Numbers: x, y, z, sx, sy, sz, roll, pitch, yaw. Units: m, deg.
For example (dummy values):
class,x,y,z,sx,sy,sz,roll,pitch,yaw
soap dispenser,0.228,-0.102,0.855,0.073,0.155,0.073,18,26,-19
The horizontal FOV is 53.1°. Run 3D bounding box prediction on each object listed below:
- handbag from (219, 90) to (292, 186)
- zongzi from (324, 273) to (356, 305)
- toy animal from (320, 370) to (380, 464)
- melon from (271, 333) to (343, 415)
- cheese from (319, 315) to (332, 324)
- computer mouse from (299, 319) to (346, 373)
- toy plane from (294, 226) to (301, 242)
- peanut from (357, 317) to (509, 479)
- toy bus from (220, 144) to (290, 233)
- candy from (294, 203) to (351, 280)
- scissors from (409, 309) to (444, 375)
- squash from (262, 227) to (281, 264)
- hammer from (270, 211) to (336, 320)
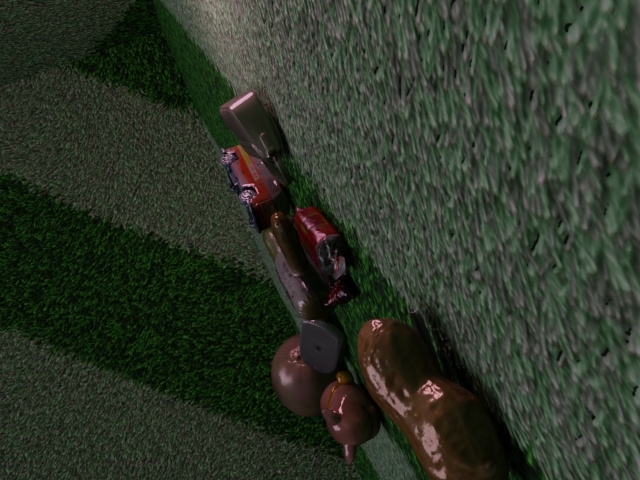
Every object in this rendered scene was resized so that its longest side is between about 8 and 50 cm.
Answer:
class,x,y,z,sx,sy,sz,roll,pitch,yaw
handbag,-0.131,-0.222,1.421,0.219,0.079,0.256,58,174,-18
zongzi,0.045,0.087,1.263,0.083,0.067,0.073,-39,61,61
toy animal,0.072,0.445,1.686,0.165,0.149,0.248,53,-176,-8
melon,-0.038,0.412,1.961,0.316,0.223,0.223,81,164,-52
cheese,-0.036,0.157,1.847,0.127,0.054,0.251,85,160,-53
computer mouse,0.008,0.275,1.729,0.128,0.079,0.230,25,142,12
toy plane,-0.077,-0.023,1.689,0.060,0.037,0.145,84,160,-49
peanut,0.133,0.202,0.792,0.263,0.101,0.117,51,129,32
toy bus,-0.165,-0.140,1.638,0.121,0.120,0.265,77,167,-47
candy,0.001,-0.001,1.228,0.292,0.059,0.086,-128,21,-56
scissors,0.196,0.290,0.912,0.192,0.029,0.446,-138,26,-68
squash,-0.118,0.049,1.981,0.219,0.068,0.077,64,-168,26
hammer,-0.056,0.035,1.427,0.202,0.113,0.305,55,170,40
